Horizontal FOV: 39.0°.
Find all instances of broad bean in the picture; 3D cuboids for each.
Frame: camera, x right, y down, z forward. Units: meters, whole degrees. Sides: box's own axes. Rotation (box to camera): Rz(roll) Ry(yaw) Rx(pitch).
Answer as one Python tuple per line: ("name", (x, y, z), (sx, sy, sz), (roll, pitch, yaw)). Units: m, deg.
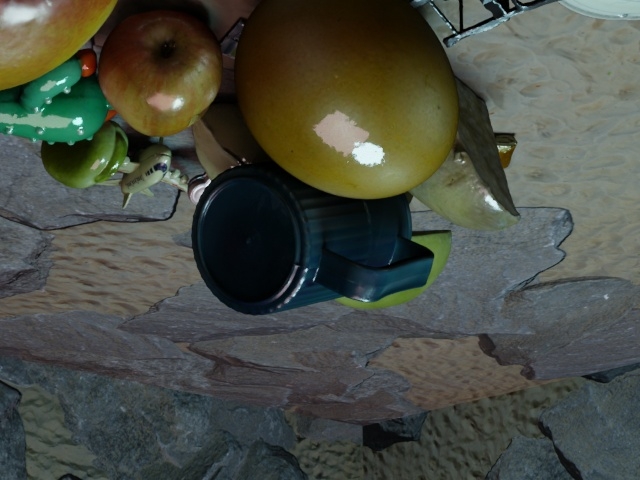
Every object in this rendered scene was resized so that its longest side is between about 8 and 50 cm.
("broad bean", (-0.408, -0.154, 1.576), (0.175, 0.124, 0.082), (-11, 170, 33))

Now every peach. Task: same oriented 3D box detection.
("peach", (-0.375, -0.315, 1.007), (0.333, 0.307, 0.308), (-16, 152, 23))

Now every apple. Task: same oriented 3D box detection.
("apple", (-0.234, -0.239, 1.330), (0.199, 0.199, 0.199), (0, 156, 0))
("apple", (0.095, -0.013, 1.681), (0.292, 0.291, 0.254), (-16, 179, 32))

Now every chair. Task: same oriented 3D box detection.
("chair", (0.232, -0.345, 1.142), (0.229, 0.113, 0.106), (-16, 146, 32))

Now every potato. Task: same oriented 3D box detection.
("potato", (0.178, -0.128, 1.483), (0.190, 0.264, 0.211), (-27, 152, 29))

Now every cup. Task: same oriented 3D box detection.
("cup", (-0.013, 0.009, 1.423), (0.242, 0.307, 0.292), (-46, 160, 29))

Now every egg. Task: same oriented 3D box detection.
("egg", (0.040, -0.207, 1.251), (0.283, 0.282, 0.351), (-22, 136, 41))

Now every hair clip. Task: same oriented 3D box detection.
("hair clip", (-0.168, -0.123, 1.676), (0.123, 0.102, 0.138), (18, 150, -40))

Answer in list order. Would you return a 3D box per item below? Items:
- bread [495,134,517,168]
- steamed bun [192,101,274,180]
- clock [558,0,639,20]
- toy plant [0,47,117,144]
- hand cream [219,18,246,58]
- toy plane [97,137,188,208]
("bread", (0.333, -0.164, 1.667), (0.047, 0.036, 0.083), (-8, 155, -3))
("steamed bun", (-0.101, -0.146, 1.569), (0.213, 0.110, 0.231), (-19, 138, 5))
("clock", (0.433, -0.374, 1.131), (0.319, 0.080, 0.318), (1, 156, 0))
("toy plant", (-0.490, -0.211, 1.383), (0.401, 0.185, 0.279), (1, 149, -24))
("hand cream", (-0.040, -0.274, 1.410), (0.235, 0.055, 0.086), (21, 147, -24))
("toy plane", (-0.325, -0.128, 1.661), (0.242, 0.104, 0.256), (15, 152, -25))
